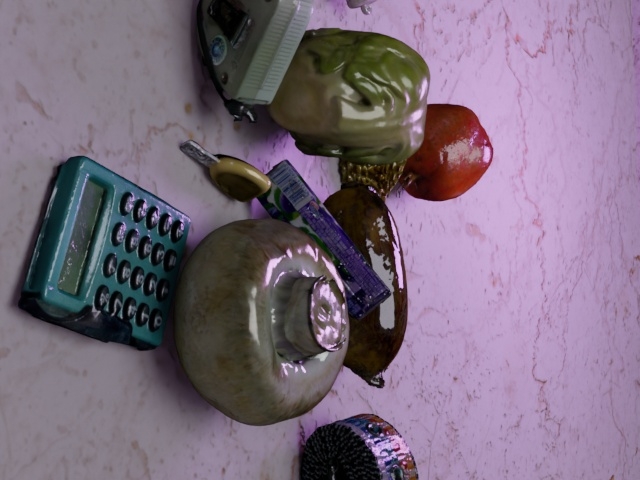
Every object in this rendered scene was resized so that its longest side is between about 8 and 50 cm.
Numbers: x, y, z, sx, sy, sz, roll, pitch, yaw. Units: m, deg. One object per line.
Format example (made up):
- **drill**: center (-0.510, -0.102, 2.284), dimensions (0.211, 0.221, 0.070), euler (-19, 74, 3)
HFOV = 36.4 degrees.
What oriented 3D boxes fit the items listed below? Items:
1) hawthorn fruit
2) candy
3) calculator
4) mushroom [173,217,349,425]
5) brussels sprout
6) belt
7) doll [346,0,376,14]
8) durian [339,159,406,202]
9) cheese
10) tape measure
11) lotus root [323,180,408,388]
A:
- **hawthorn fruit**: center (0.239, -0.174, 2.087), dimensions (0.299, 0.211, 0.211), euler (-39, 119, -34)
- **candy**: center (0.000, 0.000, 1.739), dimensions (0.312, 0.088, 0.061), euler (52, -1, 1)
- **calculator**: center (-0.308, 0.031, 1.461), dimensions (0.274, 0.058, 0.248), euler (33, 63, -48)
- **mushroom**: center (-0.084, 0.127, 1.582), dimensions (0.352, 0.261, 0.352), euler (20, 66, -56)
- **brussels sprout**: center (0.055, -0.255, 1.752), dimensions (0.328, 0.328, 0.247), euler (-6, 93, -53)
- **belt**: center (0.075, 0.458, 1.813), dimensions (0.150, 0.207, 0.257), euler (-3, 82, -50)
- **doll**: center (0.055, -0.595, 1.945), dimensions (0.138, 0.119, 0.293), euler (-38, 113, -65)
- **durian**: center (0.110, -0.175, 2.014), dimensions (0.139, 0.145, 0.252), euler (94, -2, -74)
- **cheese**: center (-0.166, -0.123, 1.650), dimensions (0.162, 0.086, 0.036), euler (35, 53, -30)
- **tape measure**: center (-0.135, -0.348, 1.621), dimensions (0.115, 0.207, 0.235), euler (0, 126, -46)
- **lotus root**: center (0.083, 0.084, 1.866), dimensions (0.196, 0.179, 0.397), euler (7, 80, -65)
